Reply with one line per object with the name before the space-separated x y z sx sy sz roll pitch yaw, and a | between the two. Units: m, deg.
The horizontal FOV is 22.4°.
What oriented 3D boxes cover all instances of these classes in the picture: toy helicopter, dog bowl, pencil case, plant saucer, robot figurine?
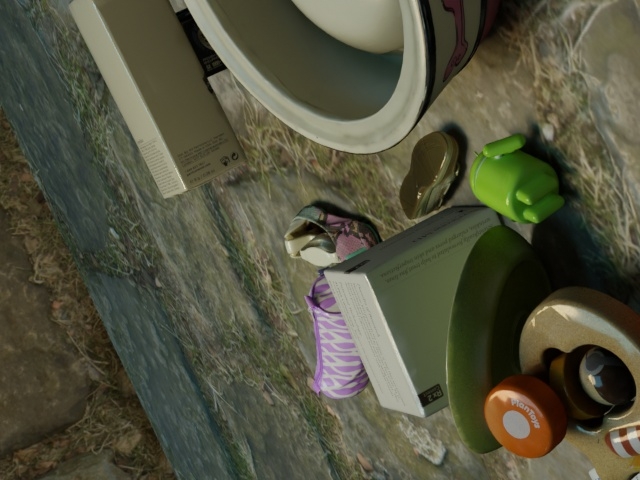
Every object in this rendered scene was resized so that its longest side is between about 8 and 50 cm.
toy helicopter | 0.343 0.173 1.533 0.355 0.140 0.235 41 135 17
dog bowl | 0.011 -0.297 1.613 0.408 0.150 0.408 38 148 28
pencil case | 0.026 0.136 2.281 0.086 0.088 0.206 49 156 39
plant saucer | 0.196 0.105 1.685 0.037 0.241 0.241 5 126 29
robot figurine | 0.198 -0.058 1.653 0.115 0.067 0.101 34 157 54

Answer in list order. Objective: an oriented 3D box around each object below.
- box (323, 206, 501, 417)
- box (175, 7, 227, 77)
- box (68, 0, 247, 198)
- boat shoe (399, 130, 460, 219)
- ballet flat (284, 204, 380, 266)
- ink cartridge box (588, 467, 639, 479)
box | 0.131 0.077 1.818 0.119 0.181 0.181 2 117 66
box | -0.132 -0.268 2.076 0.180 0.147 0.077 11 125 66
box | -0.201 -0.194 1.986 0.275 0.094 0.113 65 159 -6
boat shoe | 0.132 -0.076 1.839 0.153 0.048 0.056 109 143 -54
ballet flat | 0.000 0.000 2.188 0.221 0.079 0.076 18 132 63
ink cartridge box | 0.388 0.305 1.674 0.223 0.045 0.224 59 159 11
